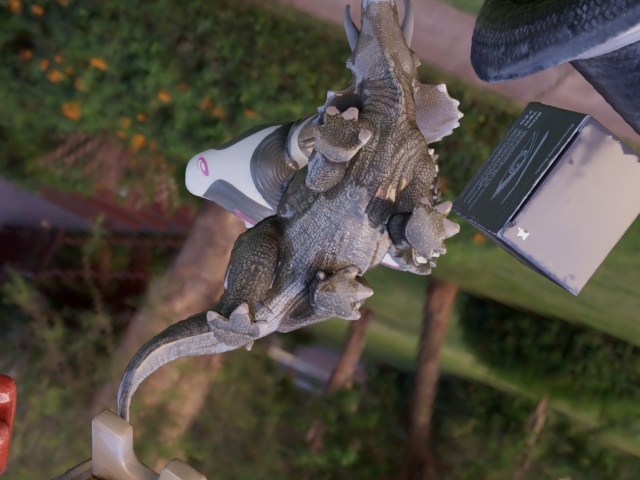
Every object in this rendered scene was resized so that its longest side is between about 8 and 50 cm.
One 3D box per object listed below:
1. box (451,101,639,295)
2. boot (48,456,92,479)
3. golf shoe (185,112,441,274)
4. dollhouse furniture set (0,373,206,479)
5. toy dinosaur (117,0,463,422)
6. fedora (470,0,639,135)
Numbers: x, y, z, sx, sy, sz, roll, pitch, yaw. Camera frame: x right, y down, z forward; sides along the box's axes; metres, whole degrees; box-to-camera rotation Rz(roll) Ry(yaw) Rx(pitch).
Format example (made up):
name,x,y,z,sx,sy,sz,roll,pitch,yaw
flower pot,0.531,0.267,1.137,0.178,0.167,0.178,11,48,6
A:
name,x,y,z,sx,sy,sz,roll,pitch,yaw
box,0.240,-0.049,1.584,0.108,0.153,0.207,37,-177,-13
boot,-0.105,0.232,0.947,0.189,0.076,0.208,-14,-112,-45
golf shoe,0.011,-0.039,1.163,0.120,0.105,0.273,-1,168,28
dollhouse furniture set,-0.259,0.216,0.801,0.201,0.374,0.152,33,131,16
toy dinosaur,0.000,0.000,0.910,0.121,0.313,0.160,31,-176,-2
fedora,0.247,-0.143,0.790,0.152,0.334,0.334,52,164,-13
